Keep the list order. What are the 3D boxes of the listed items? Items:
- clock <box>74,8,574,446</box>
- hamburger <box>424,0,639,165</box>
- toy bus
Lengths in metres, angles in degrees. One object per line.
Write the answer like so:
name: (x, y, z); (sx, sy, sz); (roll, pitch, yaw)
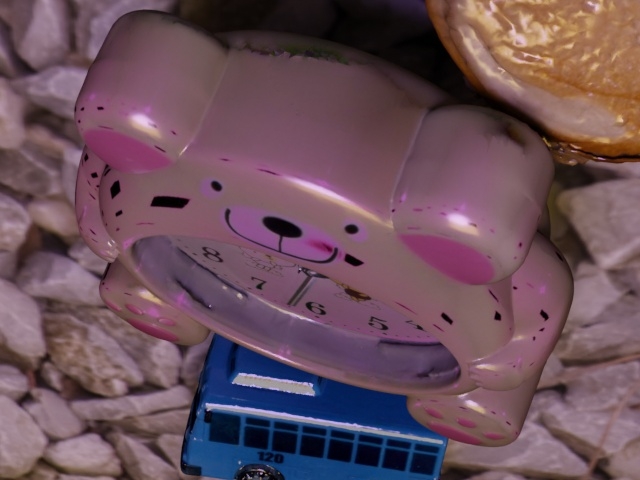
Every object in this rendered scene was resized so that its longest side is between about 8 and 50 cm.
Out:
clock: (0.000, 0.000, 0.800); (0.284, 0.114, 0.309); (19, 161, 11)
hamburger: (0.168, -0.152, 0.686); (0.243, 0.146, 0.286); (-3, 126, 5)
toy bus: (-0.002, 0.123, 1.017); (0.184, 0.090, 0.106); (9, 134, 0)
